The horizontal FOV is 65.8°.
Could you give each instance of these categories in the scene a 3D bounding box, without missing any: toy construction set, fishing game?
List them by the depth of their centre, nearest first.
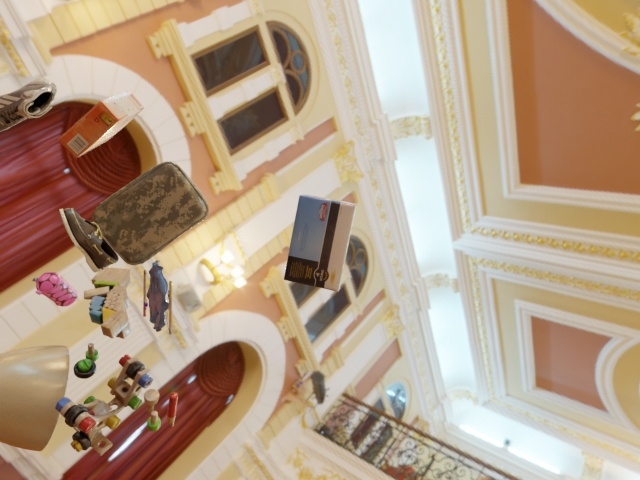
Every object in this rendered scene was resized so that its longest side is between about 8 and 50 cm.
[{"bbox_3d":[-0.431,0.148,1.330,0.264,0.041,0.189,-1,-91,57],"label":"fishing game"},{"bbox_3d":[-0.570,0.491,1.410,0.308,0.258,0.237,15,-56,-2],"label":"toy construction set"}]

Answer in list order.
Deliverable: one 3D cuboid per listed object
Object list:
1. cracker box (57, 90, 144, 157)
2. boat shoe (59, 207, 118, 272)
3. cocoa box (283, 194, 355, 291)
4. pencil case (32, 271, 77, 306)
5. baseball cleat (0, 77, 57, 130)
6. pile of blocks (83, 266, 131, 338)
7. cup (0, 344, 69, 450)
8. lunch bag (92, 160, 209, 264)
[{"bbox_3d":[-0.577,-0.315,1.323,0.067,0.155,0.232,49,13,-20],"label":"cracker box"},{"bbox_3d":[-0.566,-0.008,1.217,0.228,0.068,0.081,90,-26,-55],"label":"boat shoe"},{"bbox_3d":[0.000,0.000,2.007,0.227,0.231,0.348,11,-84,3],"label":"cocoa box"},{"bbox_3d":[-1.027,0.196,1.927,0.095,0.098,0.209,21,-24,6],"label":"pencil case"},{"bbox_3d":[-0.716,-0.309,1.163,0.072,0.205,0.109,52,6,-46],"label":"baseball cleat"},{"bbox_3d":[-0.737,0.235,1.726,0.362,0.148,0.113,-120,-155,-54],"label":"pile of blocks"},{"bbox_3d":[-0.970,0.480,1.558,0.236,0.331,0.331,20,-16,-35],"label":"cup"},{"bbox_3d":[-0.503,-0.083,1.484,0.213,0.305,0.256,54,-9,-11],"label":"lunch bag"}]
